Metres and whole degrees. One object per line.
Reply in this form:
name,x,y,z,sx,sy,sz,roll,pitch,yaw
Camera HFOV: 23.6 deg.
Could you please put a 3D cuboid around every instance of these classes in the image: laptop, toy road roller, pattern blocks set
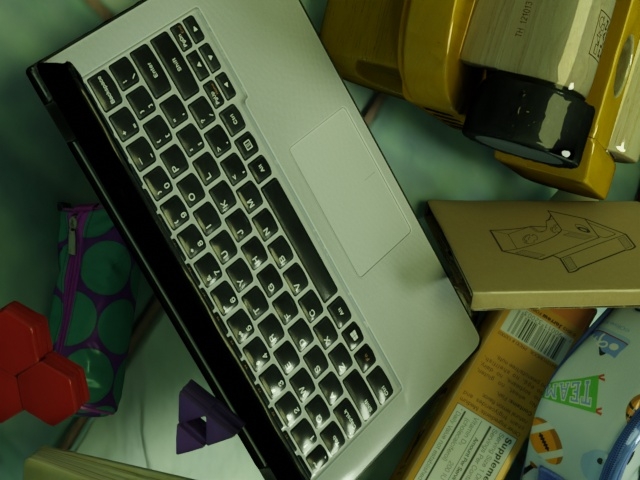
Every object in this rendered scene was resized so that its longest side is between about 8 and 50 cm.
laptop,0.000,0.000,1.018,0.408,0.236,0.382,-40,107,-42
toy road roller,0.146,-0.171,1.273,0.329,0.240,0.203,17,90,-68
pattern blocks set,-0.128,0.219,0.984,0.026,0.285,0.325,-42,152,-60

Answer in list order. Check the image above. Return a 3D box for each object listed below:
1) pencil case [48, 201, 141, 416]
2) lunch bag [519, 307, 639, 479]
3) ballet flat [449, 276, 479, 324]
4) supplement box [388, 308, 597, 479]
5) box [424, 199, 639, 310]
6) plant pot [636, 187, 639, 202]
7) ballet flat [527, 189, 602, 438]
pencil case,-0.164,0.049,1.079,0.070,0.064,0.152,18,76,-56
lunch bag,0.255,0.190,1.332,0.243,0.115,0.303,-44,150,-35
ballet flat,0.079,0.074,1.286,0.206,0.067,0.073,-15,98,-40
supplement box,0.140,0.140,1.293,0.080,0.078,0.233,34,76,1
box,0.201,0.009,1.289,0.201,0.164,0.021,-1,118,-11
plant pot,0.454,-0.018,1.503,0.267,0.235,0.267,30,70,-37
ballet flat,0.200,0.055,1.390,0.086,0.086,0.249,14,80,-40
